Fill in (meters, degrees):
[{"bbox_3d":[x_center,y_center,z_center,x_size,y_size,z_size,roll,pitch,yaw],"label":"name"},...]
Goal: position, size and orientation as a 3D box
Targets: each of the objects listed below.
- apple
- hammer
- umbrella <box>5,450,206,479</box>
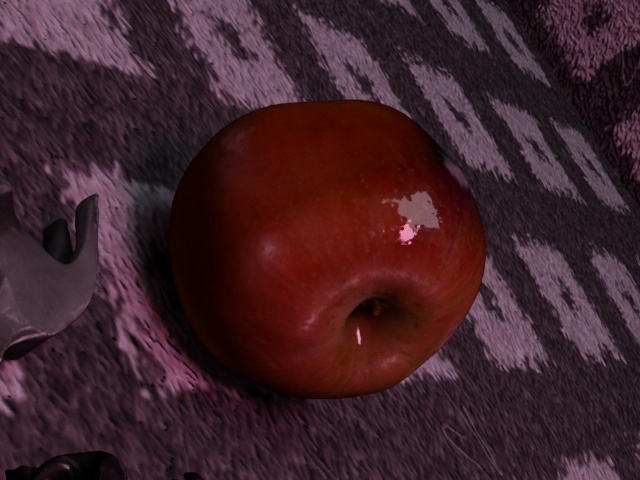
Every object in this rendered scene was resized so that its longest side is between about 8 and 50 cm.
[{"bbox_3d":[0.000,0.000,0.738,0.199,0.199,0.199,42,26,-26],"label":"apple"},{"bbox_3d":[-0.195,-0.044,0.585,0.226,0.041,0.159,51,23,-6],"label":"hammer"},{"bbox_3d":[-0.009,0.208,0.490,0.336,0.128,0.154,46,22,-24],"label":"umbrella"}]
